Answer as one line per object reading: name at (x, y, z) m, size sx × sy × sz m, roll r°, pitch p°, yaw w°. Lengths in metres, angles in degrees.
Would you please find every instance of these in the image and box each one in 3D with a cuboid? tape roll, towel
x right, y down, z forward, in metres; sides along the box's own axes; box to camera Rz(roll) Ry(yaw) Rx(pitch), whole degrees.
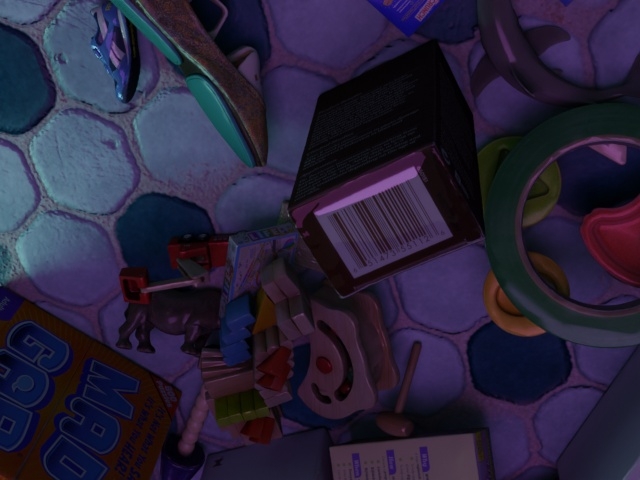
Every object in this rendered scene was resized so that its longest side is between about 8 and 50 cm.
tape roll at (0.381, -0.020, 1.352) m, size 0.321 × 0.077 × 0.321 m, roll 1°, pitch 93°, yaw 13°
towel at (0.000, 0.000, 1.536) m, size 0.148 × 0.027 × 0.110 m, roll 17°, pitch 117°, yaw -2°

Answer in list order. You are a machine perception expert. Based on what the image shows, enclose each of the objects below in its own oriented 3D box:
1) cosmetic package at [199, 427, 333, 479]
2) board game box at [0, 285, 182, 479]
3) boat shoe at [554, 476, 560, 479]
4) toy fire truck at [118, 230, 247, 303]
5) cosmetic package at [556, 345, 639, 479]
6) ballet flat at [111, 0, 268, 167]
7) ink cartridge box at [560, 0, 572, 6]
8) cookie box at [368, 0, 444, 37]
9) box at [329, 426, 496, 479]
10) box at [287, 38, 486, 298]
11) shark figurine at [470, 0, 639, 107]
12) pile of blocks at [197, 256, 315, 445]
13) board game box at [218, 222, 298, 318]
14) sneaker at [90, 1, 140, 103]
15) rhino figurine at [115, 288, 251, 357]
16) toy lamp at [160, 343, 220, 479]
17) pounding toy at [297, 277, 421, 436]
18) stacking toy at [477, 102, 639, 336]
cosmetic package at (-0.025, 0.568, 1.760) m, size 0.230 × 0.161 × 0.453 m, roll -17°, pitch 114°, yaw 15°
board game box at (-0.492, 0.369, 1.600) m, size 0.356 × 0.356 × 0.356 m, roll 33°, pitch 117°, yaw -10°
boat shoe at (0.283, 0.500, 1.682) m, size 0.324 × 0.123 × 0.116 m, roll -41°, pitch 72°, yaw -4°
toy fire truck at (-0.192, 0.039, 1.517) m, size 0.192 × 0.135 × 0.047 m, roll -3°, pitch 117°, yaw 8°
cosmetic package at (0.520, 0.301, 1.527) m, size 0.156 × 0.217 × 0.385 m, roll 22°, pitch 119°, yaw -4°
ballet flat at (-0.153, -0.257, 1.382) m, size 0.123 × 0.123 × 0.348 m, roll -31°, pitch 112°, yaw 20°
ink cartridge box at (0.256, -0.459, 1.246) m, size 0.311 × 0.065 × 0.186 m, roll 39°, pitch 115°, yaw -11°
cookie box at (0.108, -0.339, 1.338) m, size 0.107 × 0.040 × 0.092 m, roll 40°, pitch 115°, yaw -13°
box at (0.156, 0.419, 1.615) m, size 0.243 × 0.117 × 0.214 m, roll -10°, pitch 81°, yaw 21°
box at (0.088, -0.104, 1.271) m, size 0.191 × 0.381 × 0.143 m, roll -24°, pitch 115°, yaw 18°
shark figurine at (0.308, -0.214, 1.342) m, size 0.278 × 0.116 × 0.166 m, roll 25°, pitch 119°, yaw -4°
pile of blocks at (-0.102, 0.195, 1.509) m, size 0.149 × 0.113 × 0.362 m, roll 4°, pitch 128°, yaw -13°
board game box at (-0.093, 0.051, 1.509) m, size 0.103 × 0.026 × 0.154 m, roll -13°, pitch 133°, yaw -30°
sneaker at (-0.289, -0.264, 1.419) m, size 0.059 × 0.053 × 0.144 m, roll 0°, pitch 109°, yaw 6°
rhino figurine at (-0.194, 0.129, 1.590) m, size 0.243 × 0.073 × 0.106 m, roll 5°, pitch 77°, yaw 3°
toy lamp at (-0.206, 0.303, 1.689) m, size 0.080 × 0.080 × 0.275 m, roll 21°, pitch 119°, yaw -4°
pounding toy at (0.056, 0.182, 1.601) m, size 0.154 × 0.155 × 0.270 m, roll -2°, pitch 111°, yaw 40°
stacking toy at (0.364, -0.032, 1.461) m, size 0.309 × 0.130 × 0.280 m, roll -19°, pitch 88°, yaw 13°
